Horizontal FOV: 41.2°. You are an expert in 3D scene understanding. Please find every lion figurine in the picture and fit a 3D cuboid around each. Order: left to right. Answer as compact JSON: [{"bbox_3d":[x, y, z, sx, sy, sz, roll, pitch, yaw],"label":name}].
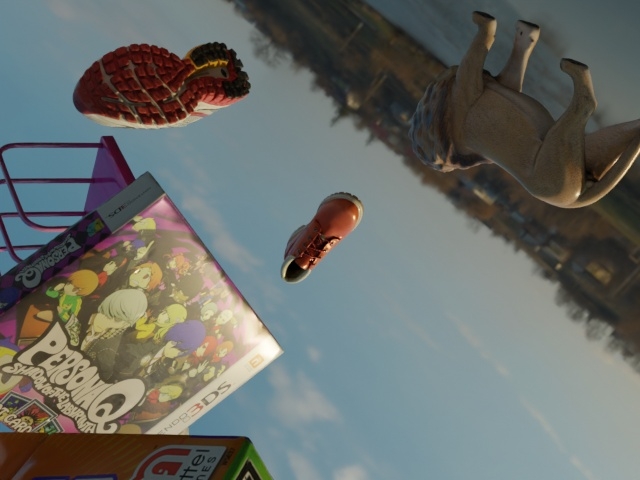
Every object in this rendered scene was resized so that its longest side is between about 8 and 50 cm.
[{"bbox_3d":[0.258,-0.138,1.091,0.142,0.240,0.392,0,-150,-30],"label":"lion figurine"}]

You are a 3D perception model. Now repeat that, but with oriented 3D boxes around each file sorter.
[{"bbox_3d":[-0.386,0.022,1.246,0.182,0.290,0.202,-4,-136,-34],"label":"file sorter"}]

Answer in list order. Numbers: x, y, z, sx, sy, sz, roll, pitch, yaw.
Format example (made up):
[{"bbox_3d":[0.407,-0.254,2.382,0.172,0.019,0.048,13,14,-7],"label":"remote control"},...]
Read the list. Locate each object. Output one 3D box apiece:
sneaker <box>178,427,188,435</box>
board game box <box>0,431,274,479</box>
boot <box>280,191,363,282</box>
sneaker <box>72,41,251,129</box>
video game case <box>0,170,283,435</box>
[{"bbox_3d":[-0.208,0.137,0.920,0.080,0.081,0.211,-25,-132,-36],"label":"sneaker"},{"bbox_3d":[-0.188,0.375,0.540,0.356,0.356,0.356,65,-144,-25],"label":"board game box"},{"bbox_3d":[0.000,0.000,1.161,0.059,0.158,0.084,37,-139,-10],"label":"boot"},{"bbox_3d":[-0.169,-0.147,0.891,0.225,0.093,0.088,-19,-95,-56],"label":"sneaker"},{"bbox_3d":[-0.163,0.087,0.700,0.042,0.210,0.232,46,170,44],"label":"video game case"}]
